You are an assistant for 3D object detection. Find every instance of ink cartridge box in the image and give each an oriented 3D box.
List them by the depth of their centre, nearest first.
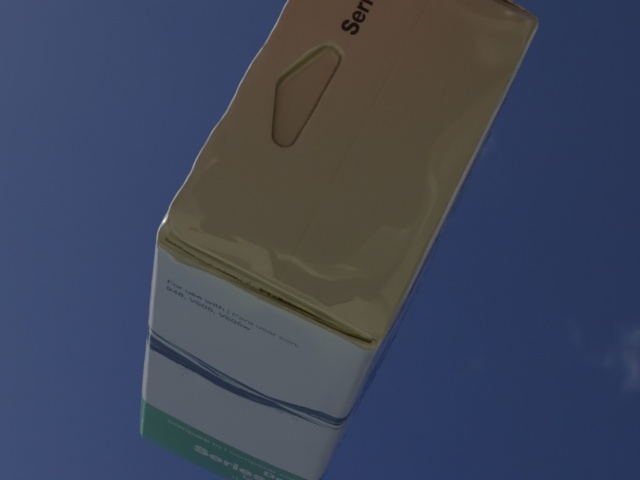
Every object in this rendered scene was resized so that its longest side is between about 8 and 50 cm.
[{"bbox_3d":[0.000,0.000,0.652,0.086,0.153,0.208,26,-24,4],"label":"ink cartridge box"}]
